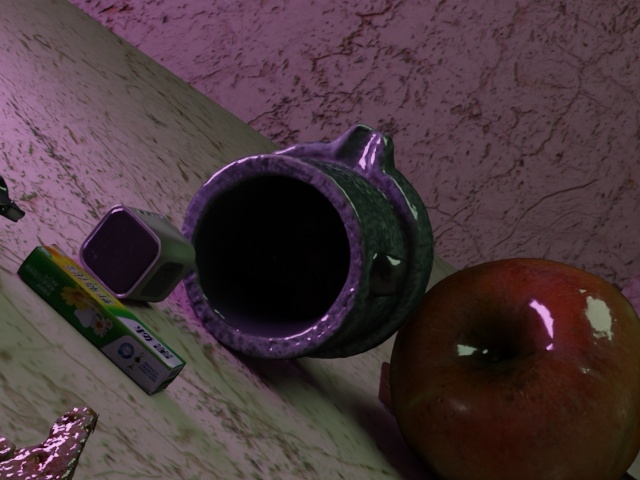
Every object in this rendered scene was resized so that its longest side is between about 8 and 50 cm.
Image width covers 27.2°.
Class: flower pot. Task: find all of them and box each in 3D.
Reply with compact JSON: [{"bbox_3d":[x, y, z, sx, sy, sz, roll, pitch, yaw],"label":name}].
[{"bbox_3d":[0.000,0.000,1.621,0.299,0.299,0.283,42,13,15],"label":"flower pot"}]

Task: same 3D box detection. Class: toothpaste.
[{"bbox_3d":[-0.207,0.073,1.253,0.178,0.037,0.043,41,8,9],"label":"toothpaste"}]

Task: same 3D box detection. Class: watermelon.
[{"bbox_3d":[-0.193,0.153,0.829,0.101,0.080,0.155,27,28,-17],"label":"watermelon"}]

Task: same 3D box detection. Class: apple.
[{"bbox_3d":[0.256,0.197,1.680,0.338,0.338,0.305,47,-9,42],"label":"apple"}]

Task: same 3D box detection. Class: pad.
[{"bbox_3d":[0.157,0.258,1.937,0.181,0.004,0.267,39,8,-2],"label":"pad"}]

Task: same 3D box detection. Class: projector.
[{"bbox_3d":[-0.197,0.015,1.428,0.083,0.083,0.082,43,10,20],"label":"projector"}]

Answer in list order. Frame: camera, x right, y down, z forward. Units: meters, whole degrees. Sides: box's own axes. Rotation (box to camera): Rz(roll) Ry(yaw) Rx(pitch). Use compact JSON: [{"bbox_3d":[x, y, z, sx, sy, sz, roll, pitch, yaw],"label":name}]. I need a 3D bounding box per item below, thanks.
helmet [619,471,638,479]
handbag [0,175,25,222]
[{"bbox_3d":[0.385,0.390,1.880,0.155,0.106,0.175,28,-27,34],"label":"helmet"},{"bbox_3d":[-0.410,-0.105,1.180,0.260,0.079,0.247,31,13,-47],"label":"handbag"}]
